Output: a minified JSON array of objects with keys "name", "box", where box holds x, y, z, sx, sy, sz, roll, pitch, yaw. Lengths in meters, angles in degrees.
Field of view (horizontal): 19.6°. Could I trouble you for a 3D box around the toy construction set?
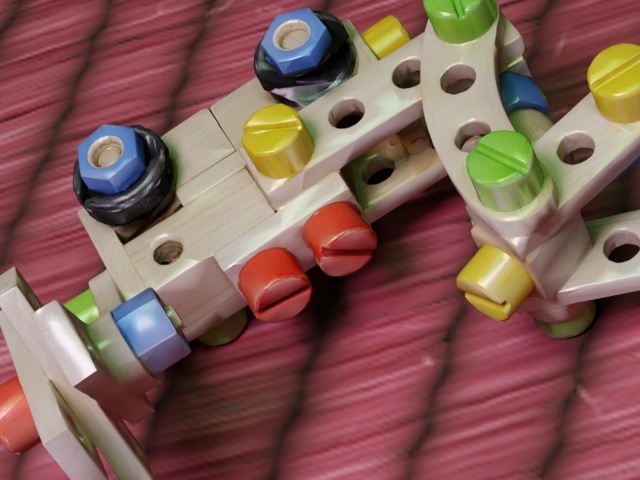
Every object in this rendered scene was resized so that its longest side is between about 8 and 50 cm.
[{"name":"toy construction set","box":[0.000,0.000,0.815,0.328,0.151,0.215,-24,51,-12]}]
